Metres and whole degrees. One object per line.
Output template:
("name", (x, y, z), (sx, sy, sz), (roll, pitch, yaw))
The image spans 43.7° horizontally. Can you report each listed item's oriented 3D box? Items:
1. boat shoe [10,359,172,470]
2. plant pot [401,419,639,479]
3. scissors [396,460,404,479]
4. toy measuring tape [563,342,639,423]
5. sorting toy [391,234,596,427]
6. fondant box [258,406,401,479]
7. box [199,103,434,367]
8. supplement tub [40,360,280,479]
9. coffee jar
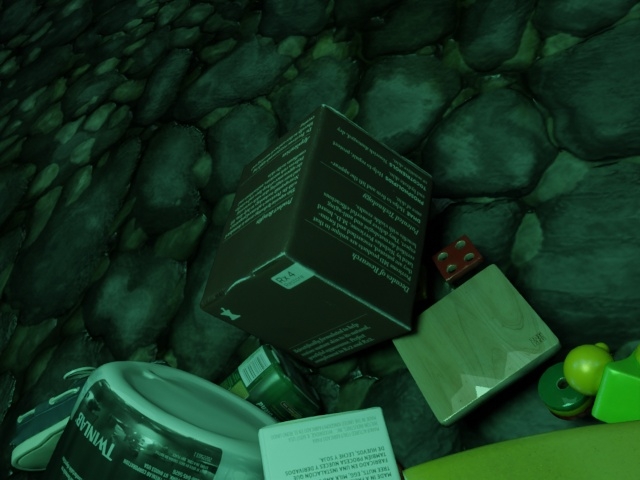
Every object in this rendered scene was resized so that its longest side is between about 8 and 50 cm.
("boat shoe", (-0.287, 0.206, 1.004), (0.254, 0.095, 0.079), (-34, 52, 21))
("plant pot", (0.199, 0.246, 0.540), (0.187, 0.212, 0.212), (-26, 42, -4))
("scissors", (0.128, 0.252, 0.715), (0.297, 0.021, 0.109), (0, 54, 34))
("toy measuring tape", (0.350, 0.141, 0.599), (0.330, 0.121, 0.121), (17, 65, 24))
("sorting toy", (0.152, 0.104, 0.794), (0.132, 0.046, 0.274), (-36, 36, 5))
("fondant box", (0.032, 0.319, 0.540), (0.096, 0.238, 0.330), (-8, 48, -6))
("box", (0.000, 0.000, 0.876), (0.168, 0.167, 0.203), (-30, 38, 46))
("supplement tub", (-0.172, 0.296, 0.711), (0.207, 0.207, 0.338), (26, 92, 46))
("coffee jar", (-0.095, 0.202, 0.860), (0.184, 0.096, 0.079), (-40, 39, 2))
